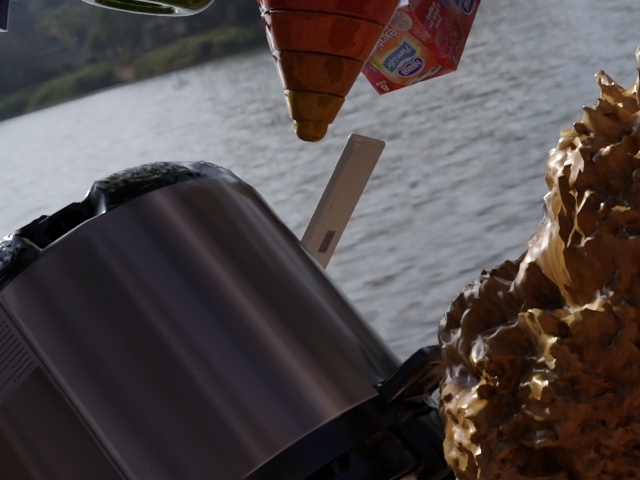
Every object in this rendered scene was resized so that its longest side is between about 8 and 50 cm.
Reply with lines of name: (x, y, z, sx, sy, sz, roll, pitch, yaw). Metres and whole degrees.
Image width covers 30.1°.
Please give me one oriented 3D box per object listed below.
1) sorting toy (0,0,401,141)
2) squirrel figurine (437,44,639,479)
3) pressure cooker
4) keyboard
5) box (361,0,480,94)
sorting toy: (-0.124, -0.153, 0.940, 0.365, 0.126, 0.127, 6, 3, 5)
squirrel figurine: (0.278, 0.055, 0.652, 0.397, 0.281, 0.370, 19, -34, -36)
pressure cooker: (-0.095, 0.193, 0.997, 0.375, 0.420, 0.370, -30, -23, -28)
keyboard: (0.000, 0.000, 1.329, 0.014, 0.256, 0.072, 32, 14, 25)
box: (0.131, -0.333, 1.600, 0.128, 0.122, 0.257, -14, 41, 37)
